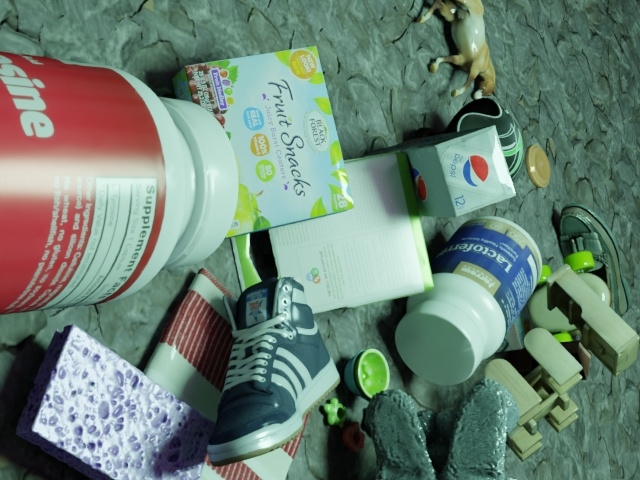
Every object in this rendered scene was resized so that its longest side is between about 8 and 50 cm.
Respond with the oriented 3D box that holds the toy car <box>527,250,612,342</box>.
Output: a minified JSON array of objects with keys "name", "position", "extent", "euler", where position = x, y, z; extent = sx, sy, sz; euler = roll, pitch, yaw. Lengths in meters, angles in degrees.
[{"name":"toy car","position":[0.462,0.121,1.891],"extent":[0.188,0.149,0.155],"euler":[20,54,-60]}]

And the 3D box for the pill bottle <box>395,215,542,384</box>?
[{"name":"pill bottle","position":[0.219,0.088,1.569],"extent":[0.265,0.153,0.153],"euler":[-48,117,-47]}]

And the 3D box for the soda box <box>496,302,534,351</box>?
[{"name":"soda box","position":[0.294,0.088,1.737],"extent":[0.058,0.063,0.183],"euler":[-20,96,-50]}]

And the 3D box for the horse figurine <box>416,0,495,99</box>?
[{"name":"horse figurine","position":[0.234,-0.355,1.792],"extent":[0.174,0.066,0.263],"euler":[-28,104,-46]}]

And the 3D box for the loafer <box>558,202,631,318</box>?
[{"name":"loafer","position":[0.522,0.055,2.016],"extent":[0.084,0.096,0.268],"euler":[-51,122,-39]}]

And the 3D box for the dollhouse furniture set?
[{"name":"dollhouse furniture set","position":[0.340,0.182,1.625],"extent":[0.161,0.242,0.212],"euler":[49,-9,30]}]

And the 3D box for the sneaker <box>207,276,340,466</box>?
[{"name":"sneaker","position":[-0.069,0.133,1.160],"extent":[0.153,0.099,0.282],"euler":[71,21,-6]}]

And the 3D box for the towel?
[{"name":"towel","position":[-0.126,0.225,1.190],"extent":[0.237,0.037,0.329],"euler":[49,44,-29]}]

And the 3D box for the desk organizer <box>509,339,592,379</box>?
[{"name":"desk organizer","position":[0.380,0.204,1.757],"extent":[0.047,0.130,0.050],"euler":[44,50,-36]}]

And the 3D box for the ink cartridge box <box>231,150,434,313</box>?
[{"name":"ink cartridge box","position":[0.000,0.000,1.379],"extent":[0.255,0.097,0.189],"euler":[-11,89,-18]}]

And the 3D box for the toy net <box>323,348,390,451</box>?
[{"name":"toy net","position":[0.094,0.255,1.448],"extent":[0.232,0.045,0.122],"euler":[49,45,-32]}]

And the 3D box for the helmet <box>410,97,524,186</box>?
[{"name":"helmet","position":[0.240,-0.136,1.656],"extent":[0.161,0.169,0.169],"euler":[-13,90,-37]}]

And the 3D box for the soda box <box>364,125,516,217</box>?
[{"name":"soda box","position":[0.155,-0.090,1.440],"extent":[0.091,0.286,0.098],"euler":[-20,97,-14]}]

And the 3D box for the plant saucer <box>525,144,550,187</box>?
[{"name":"plant saucer","position":[0.414,-0.141,1.997],"extent":[0.083,0.013,0.084],"euler":[18,67,-48]}]

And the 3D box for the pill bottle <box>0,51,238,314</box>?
[{"name":"pill bottle","position":[-0.269,-0.050,0.929],"extent":[0.407,0.229,0.229],"euler":[-4,83,-53]}]

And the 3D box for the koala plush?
[{"name":"koala plush","position":[0.174,0.316,1.382],"extent":[0.221,0.196,0.203],"euler":[57,30,-57]}]

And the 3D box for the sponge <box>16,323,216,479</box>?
[{"name":"sponge","position":[-0.199,0.188,1.060],"extent":[0.210,0.031,0.117],"euler":[42,47,-33]}]

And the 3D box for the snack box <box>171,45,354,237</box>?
[{"name":"snack box","position":[-0.069,-0.118,1.277],"extent":[0.174,0.070,0.207],"euler":[-13,91,-23]}]
